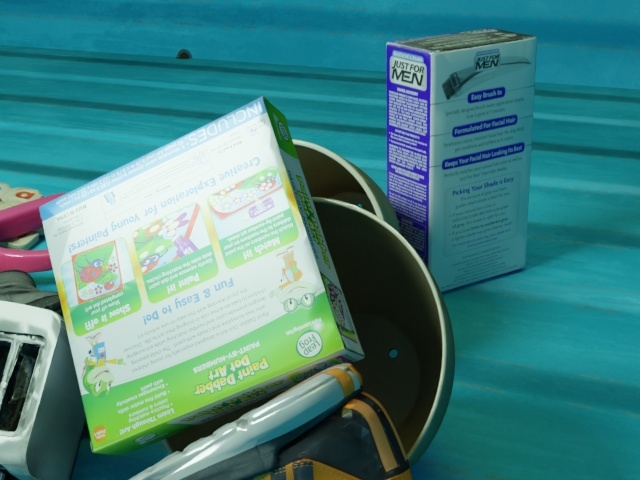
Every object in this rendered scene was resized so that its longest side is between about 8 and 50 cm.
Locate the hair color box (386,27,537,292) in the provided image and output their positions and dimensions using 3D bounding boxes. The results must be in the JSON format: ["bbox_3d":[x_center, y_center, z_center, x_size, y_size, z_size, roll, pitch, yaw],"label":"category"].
[{"bbox_3d":[0.192,-0.112,1.396,0.185,0.338,0.110,-14,25,-30],"label":"hair color box"}]

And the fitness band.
[{"bbox_3d":[-0.387,-0.010,1.516,0.209,0.054,0.291,21,28,31],"label":"fitness band"}]

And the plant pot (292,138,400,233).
[{"bbox_3d":[0.000,0.000,1.292,0.257,0.256,0.274,7,7,19],"label":"plant pot"}]

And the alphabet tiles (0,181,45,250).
[{"bbox_3d":[-0.578,-0.038,1.612,0.284,0.021,0.278,11,25,6],"label":"alphabet tiles"}]

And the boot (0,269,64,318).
[{"bbox_3d":[-0.444,0.122,1.161,0.338,0.118,0.223,-10,15,-42],"label":"boot"}]

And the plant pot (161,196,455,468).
[{"bbox_3d":[0.006,0.119,0.960,0.284,0.284,0.191,9,-10,24],"label":"plant pot"}]

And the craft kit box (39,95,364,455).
[{"bbox_3d":[-0.114,0.033,0.898,0.250,0.246,0.061,-23,-24,15],"label":"craft kit box"}]

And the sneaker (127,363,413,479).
[{"bbox_3d":[-0.070,0.244,0.781,0.321,0.180,0.124,-31,-6,13],"label":"sneaker"}]

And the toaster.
[{"bbox_3d":[-0.306,0.142,0.954,0.168,0.185,0.110,6,-22,13],"label":"toaster"}]

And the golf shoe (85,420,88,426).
[{"bbox_3d":[-0.248,0.156,1.064,0.176,0.086,0.069,-11,21,-29],"label":"golf shoe"}]
